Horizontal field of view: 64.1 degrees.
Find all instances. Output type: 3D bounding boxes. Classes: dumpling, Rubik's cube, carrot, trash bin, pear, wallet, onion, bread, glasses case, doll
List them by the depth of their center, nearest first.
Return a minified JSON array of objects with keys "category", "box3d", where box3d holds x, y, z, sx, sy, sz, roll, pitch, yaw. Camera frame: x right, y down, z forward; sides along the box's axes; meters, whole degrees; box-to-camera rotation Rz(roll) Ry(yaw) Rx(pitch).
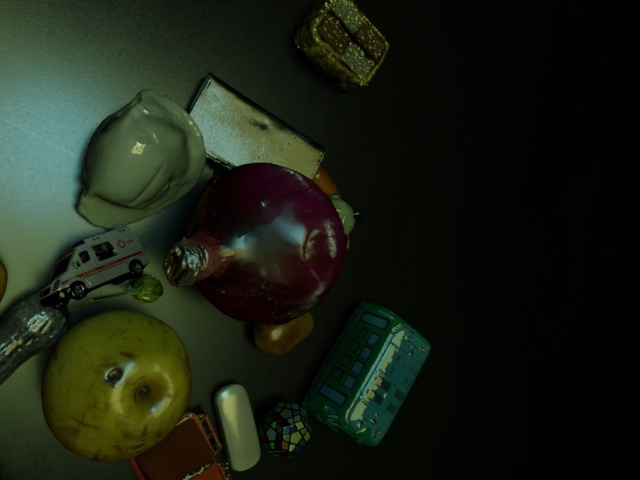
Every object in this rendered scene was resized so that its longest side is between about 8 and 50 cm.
[{"category":"pear","box3d":[-0.370,0.264,0.946,0.280,0.280,0.281,-2,94,-32]},{"category":"onion","box3d":[-0.146,0.016,0.996,0.385,0.347,0.348,-17,103,-57]},{"category":"dumpling","box3d":[-0.349,-0.149,1.017,0.226,0.243,0.176,23,46,-47]},{"category":"trash bin","box3d":[-0.260,0.466,1.036,0.184,0.238,0.161,-28,107,-29]},{"category":"wallet","box3d":[-0.151,-0.219,1.156,0.317,0.045,0.173,28,80,-19]},{"category":"glasses case","box3d":[-0.192,0.432,1.184,0.080,0.051,0.205,-14,96,-32]},{"category":"Rubik's cube","box3d":[-0.083,0.450,1.218,0.111,0.133,0.133,-25,107,2]},{"category":"doll","box3d":[0.000,0.002,1.224,0.143,0.135,0.234,35,80,-26]},{"category":"bread","box3d":[0.055,-0.484,1.265,0.222,0.096,0.182,36,74,-30]},{"category":"carrot","box3d":[0.024,-0.098,1.291,0.271,0.062,0.066,56,33,-25]}]

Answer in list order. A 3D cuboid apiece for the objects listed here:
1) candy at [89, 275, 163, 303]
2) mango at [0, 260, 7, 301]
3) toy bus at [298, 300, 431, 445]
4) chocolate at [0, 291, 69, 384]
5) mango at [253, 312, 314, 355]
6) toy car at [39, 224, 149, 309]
[{"category":"candy","box3d":[-0.378,0.104,0.997,0.194,0.062,0.058,-6,92,-73]},{"category":"mango","box3d":[-0.668,0.109,0.834,0.294,0.120,0.177,-36,107,-25]},{"category":"toy bus","box3d":[0.124,0.341,1.294,0.183,0.199,0.344,39,74,-28]},{"category":"chocolate","box3d":[-0.563,0.189,0.916,0.248,0.110,0.110,-38,111,-24]},{"category":"mango","box3d":[-0.087,0.208,1.221,0.163,0.089,0.111,-34,121,-36]},{"category":"toy car","box3d":[-0.431,0.047,0.956,0.209,0.089,0.108,-30,99,-54]}]
